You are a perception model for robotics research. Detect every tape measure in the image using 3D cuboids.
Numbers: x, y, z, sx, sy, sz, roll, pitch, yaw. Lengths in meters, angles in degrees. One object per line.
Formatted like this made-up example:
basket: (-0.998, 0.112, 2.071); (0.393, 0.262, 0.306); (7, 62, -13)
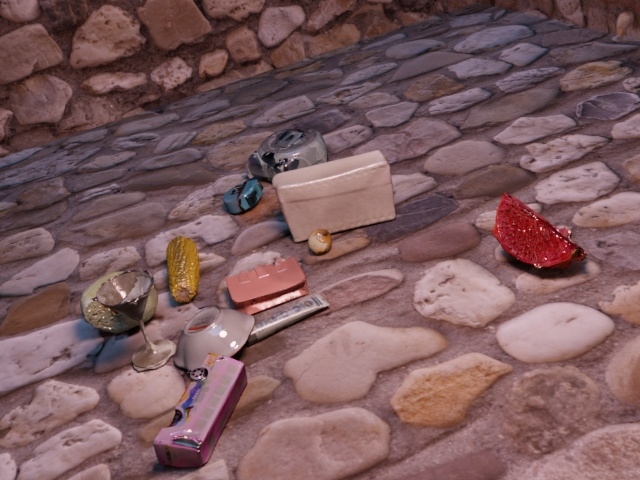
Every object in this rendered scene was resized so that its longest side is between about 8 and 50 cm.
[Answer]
tape measure: (-0.108, -0.315, 2.483); (0.256, 0.147, 0.275); (15, 42, 38)
tape measure: (-0.275, -0.150, 2.348); (0.125, 0.081, 0.146); (-14, 29, 20)

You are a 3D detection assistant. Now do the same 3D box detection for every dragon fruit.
dragon fruit: (0.569, 0.005, 1.740); (0.161, 0.126, 0.274); (8, 30, -48)

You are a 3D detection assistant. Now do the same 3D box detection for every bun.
bun: (-0.560, 0.185, 1.876); (0.212, 0.126, 0.204); (23, 46, 35)

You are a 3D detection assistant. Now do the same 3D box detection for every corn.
corn: (-0.413, 0.074, 2.022); (0.102, 0.101, 0.310); (-17, 30, -6)

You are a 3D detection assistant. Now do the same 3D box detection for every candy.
candy: (0.047, -0.143, 2.084); (0.359, 0.208, 0.145); (-14, 30, 1)

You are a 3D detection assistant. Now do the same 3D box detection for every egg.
egg: (0.000, 0.000, 2.006); (0.071, 0.071, 0.083); (-1, 19, 20)

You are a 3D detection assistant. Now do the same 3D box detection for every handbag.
handbag: (-0.151, 0.124, 1.875); (0.213, 0.059, 0.157); (-18, 32, -10)

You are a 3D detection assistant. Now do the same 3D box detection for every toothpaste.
toothpaste: (-0.090, 0.202, 1.745); (0.239, 0.039, 0.062); (-25, 34, -19)

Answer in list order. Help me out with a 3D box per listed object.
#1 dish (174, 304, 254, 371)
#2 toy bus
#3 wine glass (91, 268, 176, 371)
dish: (-0.285, 0.228, 1.701); (0.229, 0.081, 0.229); (-21, 27, 11)
toy bus: (-0.261, 0.374, 1.491); (0.112, 0.090, 0.274); (7, 37, 16)
wine glass: (-0.458, 0.207, 1.698); (0.156, 0.232, 0.156); (-9, 30, 5)
